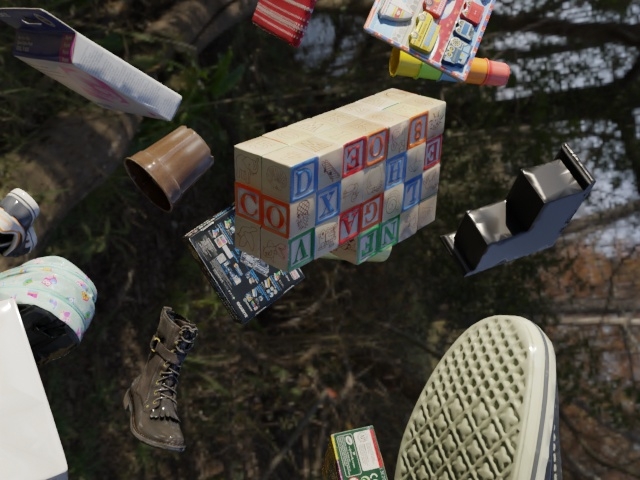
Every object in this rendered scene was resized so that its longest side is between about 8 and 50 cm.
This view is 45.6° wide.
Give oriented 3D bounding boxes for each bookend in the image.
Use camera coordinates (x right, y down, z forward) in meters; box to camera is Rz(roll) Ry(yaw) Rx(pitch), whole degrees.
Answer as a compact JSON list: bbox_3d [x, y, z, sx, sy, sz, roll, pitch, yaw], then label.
[{"bbox_3d":[0.263,-0.039,1.037,0.156,0.157,0.072,101,-33,-57],"label":"bookend"}]

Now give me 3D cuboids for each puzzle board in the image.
[{"bbox_3d":[0.101,-0.208,0.651,0.128,0.096,0.011,-67,-171,-21],"label":"puzzle board"}]

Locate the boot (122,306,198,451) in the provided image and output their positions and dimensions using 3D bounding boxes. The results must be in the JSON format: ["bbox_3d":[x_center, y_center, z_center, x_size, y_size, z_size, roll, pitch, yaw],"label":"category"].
[{"bbox_3d":[-0.304,0.267,1.513,0.091,0.263,0.229,20,98,-38],"label":"boot"}]

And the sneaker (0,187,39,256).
[{"bbox_3d":[-0.825,-0.020,1.996,0.127,0.126,0.321,-54,-177,-32],"label":"sneaker"}]

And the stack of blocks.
[{"bbox_3d":[0.031,-0.064,0.928,0.297,0.087,0.171,-27,130,-43],"label":"stack of blocks"}]

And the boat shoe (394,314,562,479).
[{"bbox_3d":[0.177,0.327,0.783,0.187,0.156,0.499,-2,-101,59],"label":"boat shoe"}]

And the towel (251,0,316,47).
[{"bbox_3d":[-0.016,-0.443,1.166,0.274,0.031,0.199,-66,-150,15],"label":"towel"}]

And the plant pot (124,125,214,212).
[{"bbox_3d":[-0.359,-0.183,1.853,0.165,0.167,0.167,-44,142,-21],"label":"plant pot"}]

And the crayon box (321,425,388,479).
[{"bbox_3d":[0.100,0.635,1.676,0.313,0.106,0.362,95,-18,-59],"label":"crayon box"}]

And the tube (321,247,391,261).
[{"bbox_3d":[0.000,0.000,1.185,0.070,0.240,0.062,-33,-120,54],"label":"tube"}]

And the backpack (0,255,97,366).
[{"bbox_3d":[-0.383,0.098,0.993,0.152,0.182,0.115,46,37,-37],"label":"backpack"}]

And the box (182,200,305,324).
[{"bbox_3d":[-0.158,0.038,1.594,0.220,0.175,0.051,59,-25,-15],"label":"box"}]

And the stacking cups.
[{"bbox_3d":[0.345,-0.457,2.035,0.096,0.316,0.096,-172,-90,-76],"label":"stacking cups"}]

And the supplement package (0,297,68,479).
[{"bbox_3d":[-0.395,0.227,0.821,0.198,0.199,0.262,63,-27,22],"label":"supplement package"}]

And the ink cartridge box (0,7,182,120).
[{"bbox_3d":[-0.501,-0.360,1.573,0.330,0.324,0.071,28,84,-42],"label":"ink cartridge box"}]
